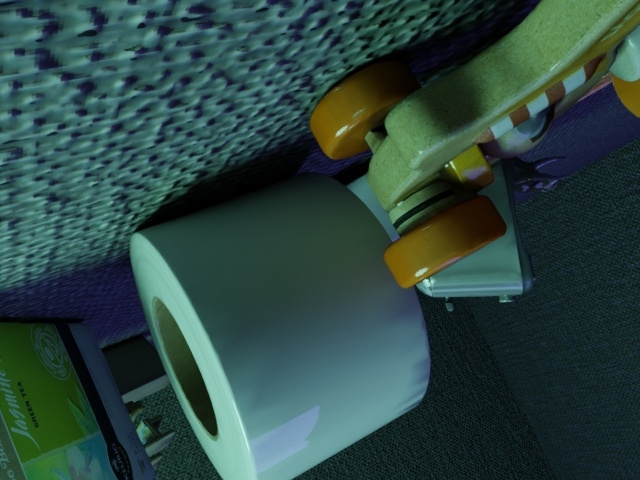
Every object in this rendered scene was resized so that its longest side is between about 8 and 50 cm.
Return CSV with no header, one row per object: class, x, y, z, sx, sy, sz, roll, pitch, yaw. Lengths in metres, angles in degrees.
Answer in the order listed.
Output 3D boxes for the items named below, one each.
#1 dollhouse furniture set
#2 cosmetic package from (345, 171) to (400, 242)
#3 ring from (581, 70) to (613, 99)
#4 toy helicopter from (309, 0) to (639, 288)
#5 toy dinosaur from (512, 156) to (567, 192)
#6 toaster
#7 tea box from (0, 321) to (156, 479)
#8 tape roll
dollhouse furniture set,-0.395,0.315,1.165,0.161,0.212,0.242,-18,143,-54
cosmetic package,0.000,0.000,0.749,0.231,0.085,0.117,-31,179,22
ring,0.226,-0.163,0.629,0.337,0.032,0.336,-25,171,-4
toy helicopter,0.146,-0.110,0.353,0.235,0.140,0.355,-26,170,-17
toy dinosaur,0.208,-0.070,0.991,0.314,0.121,0.160,-19,158,-17
toaster,0.184,-0.025,0.827,0.147,0.226,0.129,-9,176,9
tea box,-0.393,0.244,0.622,0.329,0.219,0.323,-26,173,-2
tape roll,-0.045,0.079,0.565,0.169,0.246,0.246,-23,172,-25
